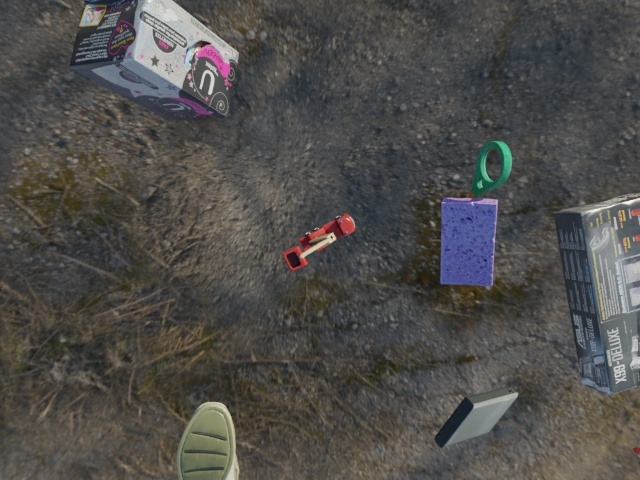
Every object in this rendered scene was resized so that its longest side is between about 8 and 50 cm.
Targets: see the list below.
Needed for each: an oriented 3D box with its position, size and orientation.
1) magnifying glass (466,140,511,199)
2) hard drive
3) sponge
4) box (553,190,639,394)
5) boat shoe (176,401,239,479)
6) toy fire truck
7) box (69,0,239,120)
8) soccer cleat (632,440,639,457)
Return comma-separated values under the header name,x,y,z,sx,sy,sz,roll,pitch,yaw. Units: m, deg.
name,x,y,z,sx,sy,sz,roll,pitch,yaw
magnifying glass,0.353,-0.119,1.278,0.026,0.092,0.231,-4,142,-21
hard drive,0.244,0.275,0.911,0.135,0.022,0.094,5,123,-44
sponge,0.326,0.006,1.291,0.117,0.031,0.210,3,119,16
box,0.539,0.076,0.980,0.242,0.076,0.308,-14,96,-13
boat shoe,-0.219,0.455,1.154,0.113,0.103,0.303,6,98,2
toy fire truck,0.000,0.000,1.386,0.192,0.135,0.047,-28,99,-2
box,-0.290,-0.326,1.058,0.163,0.247,0.142,4,82,29
soccer cleat,0.521,0.342,0.813,0.076,0.196,0.068,23,107,-10
